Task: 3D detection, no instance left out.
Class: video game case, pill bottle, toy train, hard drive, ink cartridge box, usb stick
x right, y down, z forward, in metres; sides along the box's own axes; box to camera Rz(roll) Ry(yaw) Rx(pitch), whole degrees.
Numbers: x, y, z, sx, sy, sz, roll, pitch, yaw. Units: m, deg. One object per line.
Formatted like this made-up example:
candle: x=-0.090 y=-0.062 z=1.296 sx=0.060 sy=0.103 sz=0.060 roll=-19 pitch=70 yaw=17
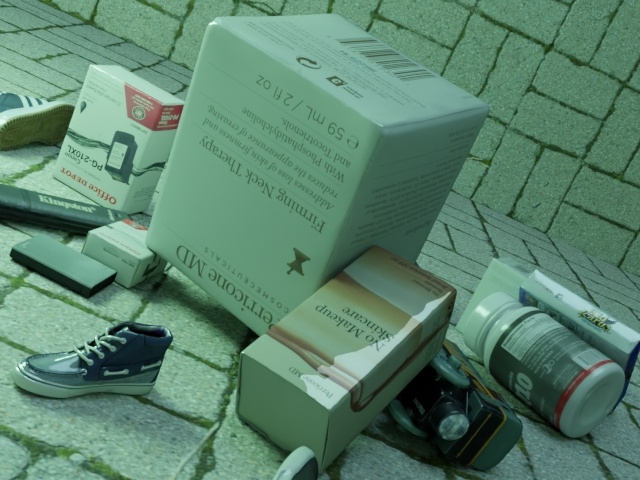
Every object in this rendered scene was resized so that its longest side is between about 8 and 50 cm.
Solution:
video game case: x=0.515 y=0.208 z=1.791 sx=0.244 sy=0.061 sz=0.269 roll=33 pitch=-24 yaw=28
pill bottle: x=0.417 y=0.229 z=1.680 sx=0.161 sy=0.161 sz=0.283 roll=9 pitch=22 yaw=-45
toy train: x=0.182 y=0.226 z=1.405 sx=0.190 sy=0.142 sz=0.334 roll=32 pitch=10 yaw=-24
hard drive: x=-0.386 y=0.036 z=1.326 sx=0.135 sy=0.022 sz=0.094 roll=26 pitch=16 yaw=4
ink cartridge box: x=-0.381 y=-0.189 z=1.669 sx=0.172 sy=0.237 sz=0.100 roll=30 pitch=19 yaw=14
ink cartridge box: x=-0.313 y=0.019 z=1.430 sx=0.099 sy=0.056 sz=0.135 roll=28 pitch=16 yaw=9
usb stick: x=-0.441 y=-0.047 z=1.469 sx=0.278 sy=0.045 sz=0.077 roll=14 pitch=18 yaw=-37

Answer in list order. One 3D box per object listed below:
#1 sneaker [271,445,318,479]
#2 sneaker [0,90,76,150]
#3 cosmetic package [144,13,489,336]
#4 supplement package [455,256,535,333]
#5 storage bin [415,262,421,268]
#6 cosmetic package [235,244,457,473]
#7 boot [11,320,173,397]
sneaker: x=-0.013 y=0.318 z=0.853 sx=0.147 sy=0.104 sz=0.296 roll=28 pitch=22 yaw=3
sneaker: x=-0.624 y=-0.264 z=1.796 sx=0.153 sy=0.099 sz=0.282 roll=30 pitch=19 yaw=10
cosmetic package: x=-0.010 y=-0.102 z=1.377 sx=0.329 sy=0.393 sz=0.327 roll=36 pitch=31 yaw=23
supplement package: x=0.390 y=0.137 z=1.898 sx=0.105 sy=0.179 sz=0.105 roll=33 pitch=17 yaw=26
storage bin: x=0.172 y=0.058 z=1.932 sx=0.091 sy=0.098 sz=0.135 roll=49 pitch=4 yaw=-26
cosmetic package: x=0.039 y=0.148 z=1.186 sx=0.153 sy=0.129 sz=0.296 roll=29 pitch=44 yaw=24
boot: x=-0.271 y=0.136 z=1.061 sx=0.190 sy=0.086 sz=0.069 roll=8 pitch=23 yaw=-47
